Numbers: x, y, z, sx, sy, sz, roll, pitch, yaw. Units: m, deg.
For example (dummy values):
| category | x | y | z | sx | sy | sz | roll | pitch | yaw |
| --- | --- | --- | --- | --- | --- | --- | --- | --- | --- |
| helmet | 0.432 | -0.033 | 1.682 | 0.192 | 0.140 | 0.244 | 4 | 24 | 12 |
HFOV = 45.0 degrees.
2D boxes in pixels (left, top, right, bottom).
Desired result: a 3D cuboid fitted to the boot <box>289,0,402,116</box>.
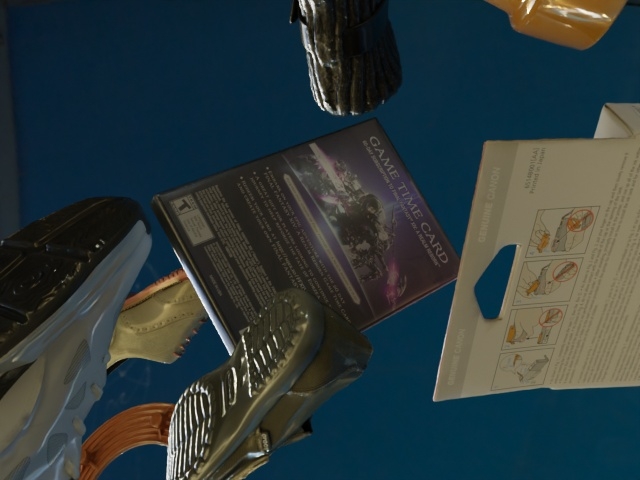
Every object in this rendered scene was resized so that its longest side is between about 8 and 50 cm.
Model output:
| category | x | y | z | sx | sy | sz | roll | pitch | yaw |
| --- | --- | --- | --- | --- | --- | --- | --- | --- | --- |
| boot | 0.052 | -0.344 | 0.906 | 0.131 | 0.348 | 0.260 | 12 | -32 | 29 |

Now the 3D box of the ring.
| category | x | y | z | sx | sy | sz | roll | pitch | yaw |
| --- | --- | --- | --- | --- | --- | --- | --- | --- | --- |
| ring | -0.259 | 0.390 | 1.071 | 0.337 | 0.032 | 0.336 | -13 | -121 | 23 |

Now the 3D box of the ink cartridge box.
| category | x | y | z | sx | sy | sz | roll | pitch | yaw |
| --- | --- | --- | --- | --- | --- | --- | --- | --- | --- |
| ink cartridge box | 0.242 | 0.018 | 0.717 | 0.261 | 0.066 | 0.296 | -2 | -54 | -8 |

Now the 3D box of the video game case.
| category | x | y | z | sx | sy | sz | roll | pitch | yaw |
| --- | --- | --- | --- | --- | --- | --- | --- | --- | --- |
| video game case | 0.000 | 0.000 | 0.753 | 0.196 | 0.274 | 0.026 | 61 | -35 | 8 |

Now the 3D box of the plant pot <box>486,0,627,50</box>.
| category | x | y | z | sx | sy | sz | roll | pitch | yaw |
| --- | --- | --- | --- | --- | --- | --- | --- | --- | --- |
| plant pot | 0.132 | -0.261 | 0.555 | 0.188 | 0.205 | 0.205 | 15 | -61 | 2 |

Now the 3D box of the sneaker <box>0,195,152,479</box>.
| category | x | y | z | sx | sy | sz | roll | pitch | yaw |
| --- | --- | --- | --- | --- | --- | --- | --- | --- | --- |
| sneaker | -0.271 | 0.181 | 0.723 | 0.169 | 0.447 | 0.257 | 7 | -39 | 41 |

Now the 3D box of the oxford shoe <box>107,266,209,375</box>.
| category | x | y | z | sx | sy | sz | roll | pitch | yaw |
| --- | --- | --- | --- | --- | --- | --- | --- | --- | --- |
| oxford shoe | -0.241 | 0.129 | 1.340 | 0.397 | 0.140 | 0.146 | -21 | -96 | 13 |

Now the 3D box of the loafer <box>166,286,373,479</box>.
| category | x | y | z | sx | sy | sz | roll | pitch | yaw |
| --- | --- | --- | --- | --- | --- | --- | --- | --- | --- |
| loafer | -0.046 | 0.138 | 0.599 | 0.251 | 0.087 | 0.094 | -48 | -147 | 37 |
